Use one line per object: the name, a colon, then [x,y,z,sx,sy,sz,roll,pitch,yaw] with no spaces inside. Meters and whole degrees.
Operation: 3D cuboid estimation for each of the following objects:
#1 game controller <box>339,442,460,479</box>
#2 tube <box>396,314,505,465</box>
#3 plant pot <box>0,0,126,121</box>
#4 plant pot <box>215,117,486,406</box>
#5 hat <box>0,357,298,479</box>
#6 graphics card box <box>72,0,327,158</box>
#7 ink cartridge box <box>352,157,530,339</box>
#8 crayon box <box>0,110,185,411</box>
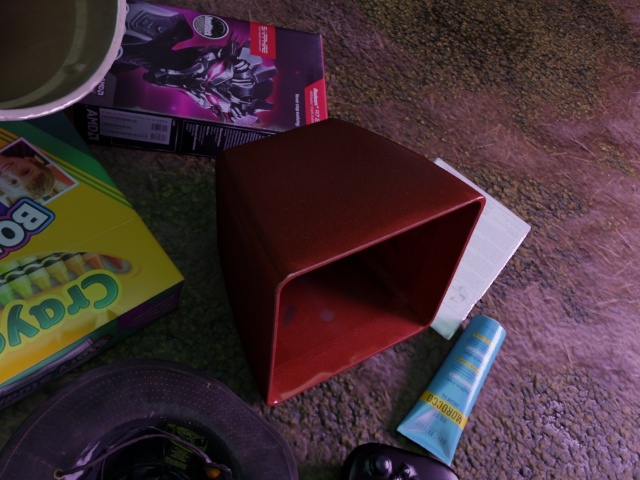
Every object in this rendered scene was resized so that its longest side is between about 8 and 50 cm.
game controller: [0.083,0.394,0.671,0.166,0.067,0.319,16,57,-8]
tube: [0.187,0.196,0.838,0.080,0.052,0.207,31,62,13]
plant pot: [-0.458,-0.281,0.714,0.333,0.305,0.334,5,84,-49]
plant pot: [0.000,0.000,0.771,0.267,0.267,0.236,-21,56,-24]
hat: [-0.180,0.290,0.607,0.331,0.134,0.331,20,39,-17]
graphics card box: [-0.174,-0.243,0.950,0.370,0.094,0.233,6,59,-14]
ink cartridge box: [0.186,0.011,0.954,0.189,0.066,0.232,38,77,6]
crayon box: [-0.398,0.030,0.706,0.362,0.106,0.313,-32,74,-31]
